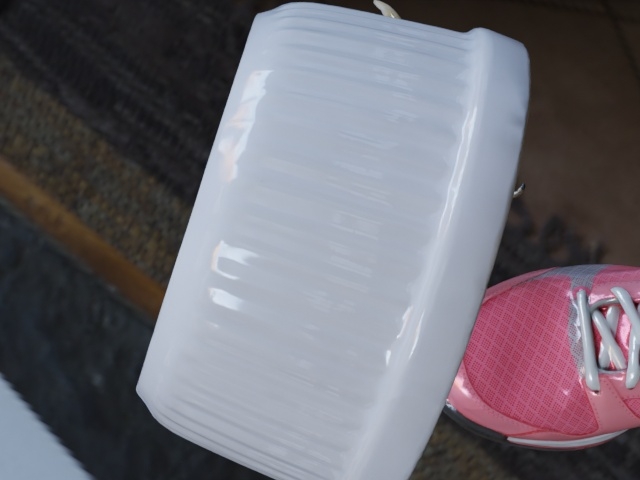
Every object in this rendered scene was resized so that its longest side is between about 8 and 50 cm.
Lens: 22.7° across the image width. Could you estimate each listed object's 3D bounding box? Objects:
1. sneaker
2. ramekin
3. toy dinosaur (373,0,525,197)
[{"bbox_3d":[0.219,0.049,0.927,0.314,0.136,0.115,-3,72,-7],"label":"sneaker"},{"bbox_3d":[0.000,0.000,0.655,0.109,0.207,0.207,18,48,-5],"label":"ramekin"},{"bbox_3d":[0.066,-0.066,0.920,0.053,0.093,0.183,25,58,-68],"label":"toy dinosaur"}]
